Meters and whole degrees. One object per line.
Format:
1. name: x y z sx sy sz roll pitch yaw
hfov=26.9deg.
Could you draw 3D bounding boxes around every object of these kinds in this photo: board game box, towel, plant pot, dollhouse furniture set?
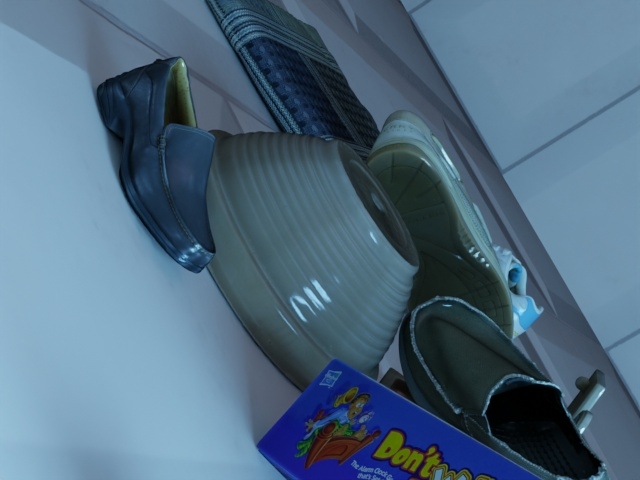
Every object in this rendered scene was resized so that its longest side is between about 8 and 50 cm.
1. board game box: 0.134 0.214 0.747 0.233 0.078 0.347 50 -14 -31
2. towel: 0.002 -0.136 1.506 0.312 0.056 0.324 58 15 12
3. plant pot: 0.000 0.000 1.028 0.237 0.110 0.237 52 15 -21
4. dollhouse furniture set: 0.133 0.127 1.081 0.151 0.123 0.144 36 12 5

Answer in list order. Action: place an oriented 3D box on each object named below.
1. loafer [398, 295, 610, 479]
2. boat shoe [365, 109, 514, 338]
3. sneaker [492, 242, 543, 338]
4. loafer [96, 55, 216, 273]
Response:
1. loafer: 0.140 0.118 0.975 0.251 0.094 0.087 53 -31 41
2. boat shoe: 0.130 0.002 1.396 0.098 0.109 0.302 -76 146 -51
3. sneaker: 0.216 0.038 1.764 0.087 0.092 0.228 39 21 -50
4. loafer: -0.099 -0.056 0.895 0.062 0.061 0.170 38 24 -58
